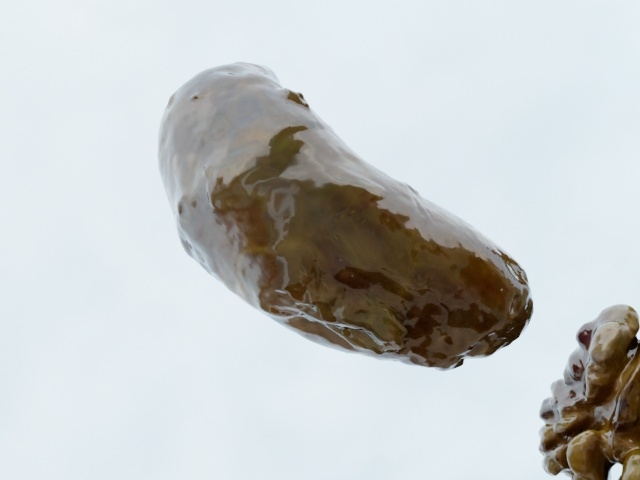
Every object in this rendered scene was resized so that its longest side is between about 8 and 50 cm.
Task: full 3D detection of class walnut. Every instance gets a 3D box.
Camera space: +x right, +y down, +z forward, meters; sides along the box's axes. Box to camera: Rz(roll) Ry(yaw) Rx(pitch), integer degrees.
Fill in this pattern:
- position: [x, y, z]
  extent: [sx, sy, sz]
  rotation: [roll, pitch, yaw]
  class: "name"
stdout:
- position: [0.236, 0.139, 1.435]
  extent: [0.069, 0.143, 0.170]
  rotation: [-7, -69, -65]
  class: "walnut"

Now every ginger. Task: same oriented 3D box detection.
- position: [0.000, 0.000, 1.393]
  extent: [0.172, 0.321, 0.165]
  rotation: [-45, -11, -34]
  class: "ginger"
